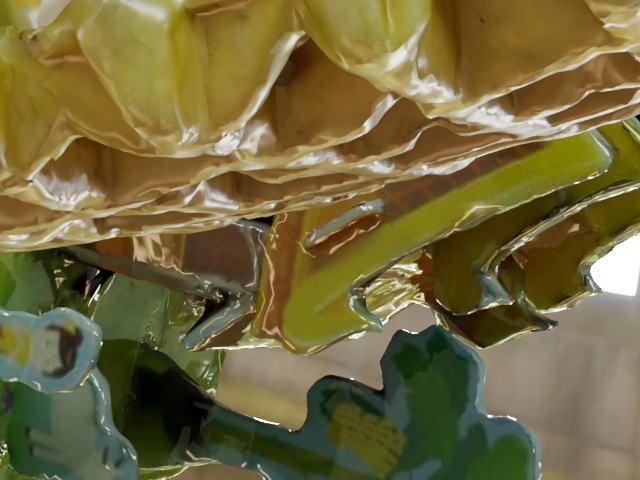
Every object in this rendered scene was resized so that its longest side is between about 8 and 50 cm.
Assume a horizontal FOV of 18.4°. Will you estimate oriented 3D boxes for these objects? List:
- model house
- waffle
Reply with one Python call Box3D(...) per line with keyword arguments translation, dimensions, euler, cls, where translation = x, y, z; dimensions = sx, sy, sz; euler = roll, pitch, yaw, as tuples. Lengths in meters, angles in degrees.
Box3D(translation=(0.000, 0.000, 0.818), dimensions=(0.313, 0.357, 0.242), euler=(17, 7, 38), cls="model house")
Box3D(translation=(-0.002, -0.043, 0.528), dimensions=(0.329, 0.062, 0.329), euler=(-14, -3, -1), cls="waffle")
